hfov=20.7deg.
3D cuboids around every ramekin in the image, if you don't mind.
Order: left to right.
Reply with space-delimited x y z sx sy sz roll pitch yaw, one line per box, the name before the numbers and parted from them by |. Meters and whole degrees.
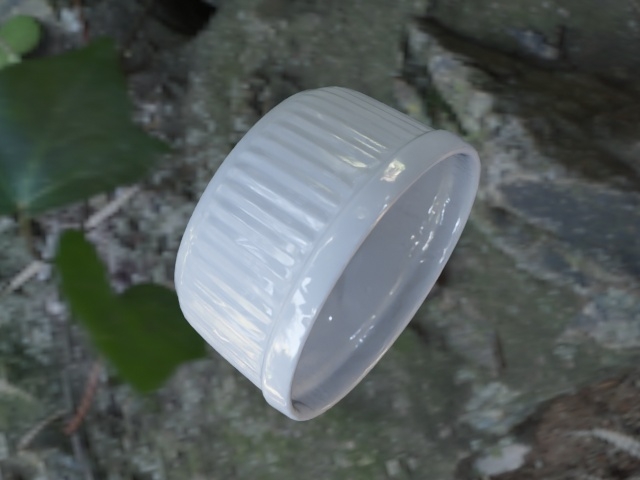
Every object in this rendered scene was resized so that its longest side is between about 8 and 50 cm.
ramekin | 0.000 0.000 1.113 0.109 0.207 0.207 34 109 17
